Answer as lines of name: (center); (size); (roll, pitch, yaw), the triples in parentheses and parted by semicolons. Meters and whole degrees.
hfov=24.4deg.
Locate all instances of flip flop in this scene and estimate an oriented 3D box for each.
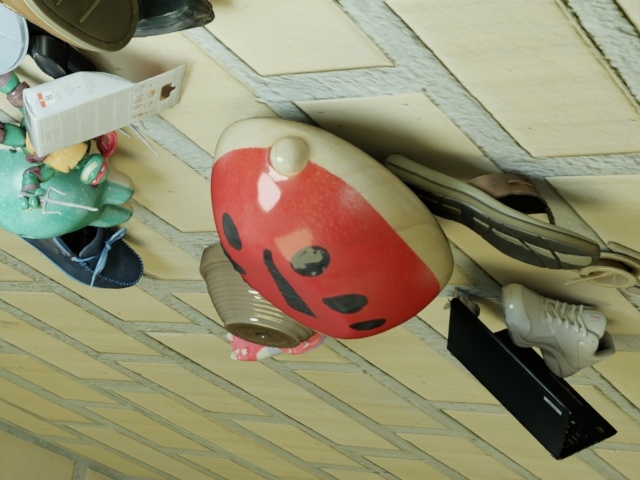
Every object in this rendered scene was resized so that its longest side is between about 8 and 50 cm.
flip flop: (0.205, -0.046, 1.737); (0.277, 0.080, 0.112); (26, 164, 11)

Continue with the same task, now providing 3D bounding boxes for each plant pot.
plant pot: (-0.078, 0.095, 2.255); (0.237, 0.109, 0.237); (13, 161, 4)

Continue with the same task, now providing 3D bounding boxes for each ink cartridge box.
ink cartridge box: (-0.245, -0.161, 1.670); (0.179, 0.045, 0.145); (-24, 172, -14)

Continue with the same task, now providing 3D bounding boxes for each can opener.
can opener: (-0.296, -0.204, 1.649); (0.059, 0.073, 0.186); (2, 168, 9)

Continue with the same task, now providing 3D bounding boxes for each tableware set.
tableware set: (0.421, 0.063, 1.934); (0.194, 0.039, 0.128); (20, 160, -17)

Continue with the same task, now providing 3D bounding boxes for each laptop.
laptop: (0.308, 0.182, 2.102); (0.264, 0.136, 0.234); (-11, -130, -49)

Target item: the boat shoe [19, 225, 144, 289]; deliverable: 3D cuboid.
boat shoe: (-0.358, 0.006, 2.199); (0.089, 0.109, 0.258); (-11, 152, 43)

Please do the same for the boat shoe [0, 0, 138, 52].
boat shoe: (-0.301, -0.283, 1.377); (0.104, 0.110, 0.307); (-1, 146, 45)

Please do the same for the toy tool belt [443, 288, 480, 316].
toy tool belt: (0.208, 0.101, 2.187); (0.052, 0.051, 0.083); (-17, 167, 2)

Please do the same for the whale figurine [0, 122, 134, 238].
whale figurine: (-0.350, -0.056, 1.965); (0.216, 0.141, 0.272); (7, 164, 17)

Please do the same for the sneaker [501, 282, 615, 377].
sneaker: (0.340, 0.112, 2.087); (0.115, 0.090, 0.232); (-20, 145, 30)

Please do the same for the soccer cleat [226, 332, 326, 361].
soccer cleat: (-0.059, 0.156, 2.484); (0.095, 0.083, 0.248); (-9, 173, -41)

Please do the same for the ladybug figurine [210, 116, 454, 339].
ladybug figurine: (0.000, 0.000, 1.792); (0.305, 0.162, 0.449); (20, 165, 24)

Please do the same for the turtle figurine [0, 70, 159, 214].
turtle figurine: (-0.325, -0.117, 1.785); (0.234, 0.175, 0.118); (32, 172, -24)

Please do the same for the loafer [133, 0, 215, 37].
loafer: (-0.186, -0.228, 1.504); (0.170, 0.062, 0.061); (2, 163, 32)

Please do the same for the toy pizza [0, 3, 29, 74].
toy pizza: (-0.391, -0.254, 1.546); (0.201, 0.032, 0.201); (18, 144, 14)
